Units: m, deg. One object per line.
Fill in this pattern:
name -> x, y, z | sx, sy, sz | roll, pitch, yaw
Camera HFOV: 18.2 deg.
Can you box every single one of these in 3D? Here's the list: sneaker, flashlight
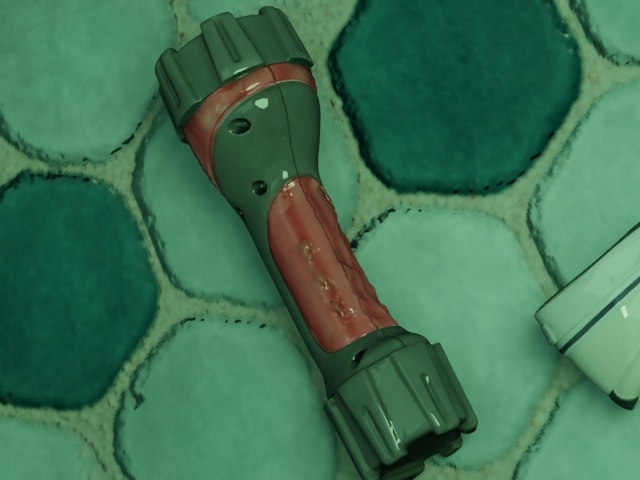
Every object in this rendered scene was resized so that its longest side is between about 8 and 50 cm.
sneaker -> 0.246, -0.003, 1.152 | 0.258, 0.094, 0.091 | -42, 87, 22
flashlight -> 0.000, 0.000, 1.257 | 0.103, 0.103, 0.304 | -34, 70, 17
